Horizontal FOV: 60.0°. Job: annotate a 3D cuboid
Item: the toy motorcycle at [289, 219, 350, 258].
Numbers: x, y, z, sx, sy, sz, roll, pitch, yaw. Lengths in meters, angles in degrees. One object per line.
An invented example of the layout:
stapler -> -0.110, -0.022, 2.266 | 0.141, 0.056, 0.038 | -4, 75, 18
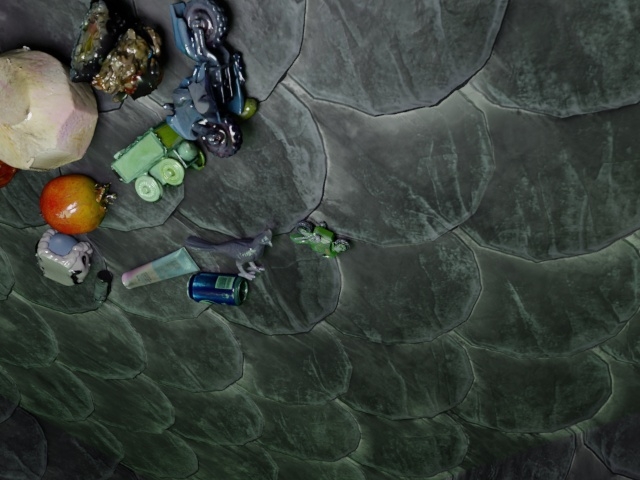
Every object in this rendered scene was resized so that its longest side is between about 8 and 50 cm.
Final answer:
toy motorcycle -> 0.000, 0.000, 1.792 | 0.190, 0.074, 0.106 | 25, 140, -4

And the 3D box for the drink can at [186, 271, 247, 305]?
drink can -> -0.375, 0.175, 2.015 | 0.204, 0.118, 0.118 | 4, 130, 16

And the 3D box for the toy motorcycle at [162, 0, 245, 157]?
toy motorcycle -> -0.328, -0.421, 1.472 | 0.232, 0.172, 0.416 | 12, 123, 26

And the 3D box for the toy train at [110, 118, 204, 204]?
toy train -> -0.488, -0.241, 1.681 | 0.271, 0.159, 0.188 | -28, 107, 33

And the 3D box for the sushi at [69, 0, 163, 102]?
sushi -> -0.523, -0.487, 1.454 | 0.218, 0.225, 0.238 | 17, 178, -32

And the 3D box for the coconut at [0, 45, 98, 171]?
coconut -> -0.815, -0.362, 1.580 | 0.352, 0.353, 0.353 | 9, 131, 10

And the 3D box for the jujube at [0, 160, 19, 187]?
jujube -> -1.079, -0.272, 1.818 | 0.174, 0.174, 0.250 | 41, 123, -18

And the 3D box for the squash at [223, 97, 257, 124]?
squash -> -0.248, -0.350, 1.578 | 0.183, 0.052, 0.052 | -23, 119, 30

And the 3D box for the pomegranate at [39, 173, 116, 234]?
pomegranate -> -0.806, -0.125, 1.839 | 0.235, 0.210, 0.210 | -21, 124, 1

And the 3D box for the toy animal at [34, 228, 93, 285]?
toy animal -> -0.954, 0.059, 2.070 | 0.204, 0.156, 0.208 | 22, 148, -7

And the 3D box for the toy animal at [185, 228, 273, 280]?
toy animal -> -0.273, 0.047, 1.905 | 0.366, 0.081, 0.206 | -6, 132, 31

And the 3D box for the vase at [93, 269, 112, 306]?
vase -> -0.883, 0.202, 2.231 | 0.059, 0.060, 0.211 | 26, 133, -6

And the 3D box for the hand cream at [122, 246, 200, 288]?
hand cream -> -0.601, 0.114, 2.069 | 0.312, 0.070, 0.111 | -18, 118, 25
